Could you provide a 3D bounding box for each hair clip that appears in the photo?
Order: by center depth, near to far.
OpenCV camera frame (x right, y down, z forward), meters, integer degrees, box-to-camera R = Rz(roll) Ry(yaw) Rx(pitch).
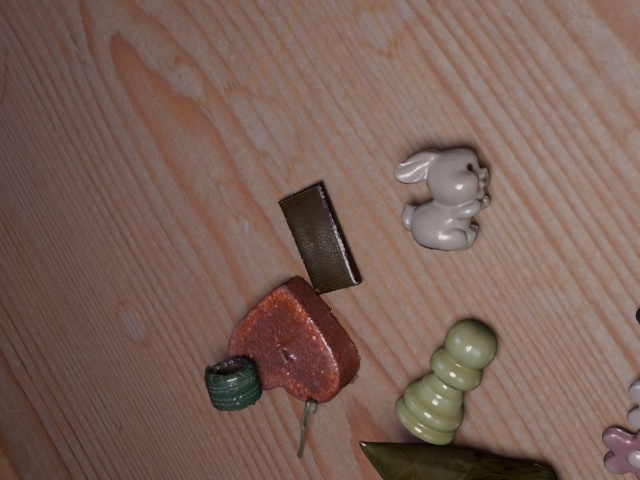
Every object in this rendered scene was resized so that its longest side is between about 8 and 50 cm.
[{"bbox_3d":[0.610,0.349,1.078,0.146,0.075,0.257,23,117,18],"label":"hair clip"}]

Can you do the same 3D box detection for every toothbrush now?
[{"bbox_3d":[-0.040,0.461,1.430,0.028,0.026,0.294,8,136,-5],"label":"toothbrush"}]

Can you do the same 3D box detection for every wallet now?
[{"bbox_3d":[0.000,0.000,1.347,0.132,0.039,0.243,-22,92,38],"label":"wallet"}]

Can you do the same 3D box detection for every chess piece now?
[{"bbox_3d":[0.270,0.276,1.216,0.144,0.144,0.251,32,109,19],"label":"chess piece"}]

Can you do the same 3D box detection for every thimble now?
[{"bbox_3d":[-0.202,0.330,1.367,0.135,0.118,0.090,6,112,62],"label":"thimble"}]

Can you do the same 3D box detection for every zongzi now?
[{"bbox_3d":[0.280,0.463,1.160,0.322,0.160,0.360,-16,131,27],"label":"zongzi"}]

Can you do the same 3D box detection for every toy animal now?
[{"bbox_3d":[0.233,-0.082,1.142,0.178,0.127,0.193,4,107,30],"label":"toy animal"}]

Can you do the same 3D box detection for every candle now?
[{"bbox_3d":[-0.070,0.235,1.395,0.316,0.131,0.287,11,105,26],"label":"candle"}]

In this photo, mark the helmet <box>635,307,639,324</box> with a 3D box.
[{"bbox_3d":[0.605,0.143,1.035,0.084,0.049,0.065,55,161,35],"label":"helmet"}]
